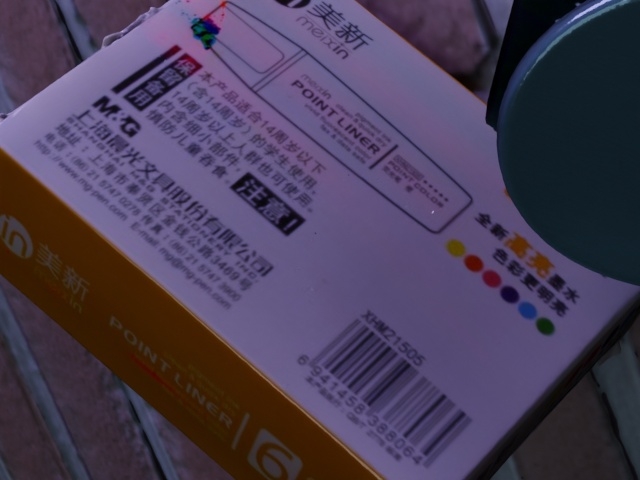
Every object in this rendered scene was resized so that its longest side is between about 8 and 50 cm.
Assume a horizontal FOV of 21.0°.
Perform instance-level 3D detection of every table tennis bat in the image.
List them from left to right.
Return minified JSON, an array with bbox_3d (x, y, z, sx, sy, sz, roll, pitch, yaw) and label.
[{"bbox_3d":[0.186,-0.023,0.683,0.244,0.040,0.153,21,129,-14],"label":"table tennis bat"}]

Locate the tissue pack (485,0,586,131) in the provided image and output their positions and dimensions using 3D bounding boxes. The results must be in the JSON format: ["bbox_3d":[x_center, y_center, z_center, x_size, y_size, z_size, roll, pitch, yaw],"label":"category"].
[{"bbox_3d":[0.138,-0.114,0.698,0.090,0.103,0.170,35,137,27],"label":"tissue pack"}]

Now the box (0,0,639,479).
[{"bbox_3d":[0.000,0.000,0.819,0.274,0.221,0.091,42,143,13],"label":"box"}]
